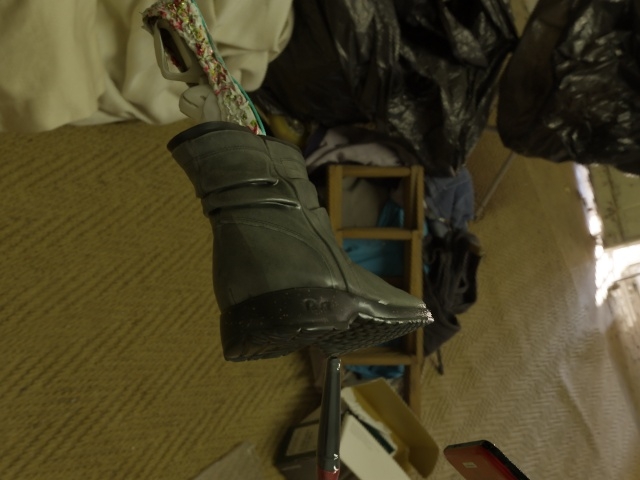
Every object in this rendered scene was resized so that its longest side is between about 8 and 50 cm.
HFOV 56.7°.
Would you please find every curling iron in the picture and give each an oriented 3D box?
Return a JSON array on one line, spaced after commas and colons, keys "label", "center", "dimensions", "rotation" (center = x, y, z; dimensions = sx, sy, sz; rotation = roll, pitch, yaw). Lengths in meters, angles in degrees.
[{"label": "curling iron", "center": [0.015, 0.278, 0.746], "dimensions": [0.068, 0.035, 0.273], "rotation": [-13, 102, -53]}]

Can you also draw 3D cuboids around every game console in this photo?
[{"label": "game console", "center": [0.199, 0.211, 0.550], "dimensions": [0.085, 0.144, 0.124], "rotation": [-42, 76, -17]}]

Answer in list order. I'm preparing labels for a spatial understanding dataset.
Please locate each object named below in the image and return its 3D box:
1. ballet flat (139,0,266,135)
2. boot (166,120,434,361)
[{"label": "ballet flat", "center": [-0.154, -0.199, 0.741], "dimensions": [0.077, 0.091, 0.241], "rotation": [-22, 76, -31]}, {"label": "boot", "center": [0.000, 0.000, 0.447], "dimensions": [0.246, 0.083, 0.161], "rotation": [15, 54, -58]}]
